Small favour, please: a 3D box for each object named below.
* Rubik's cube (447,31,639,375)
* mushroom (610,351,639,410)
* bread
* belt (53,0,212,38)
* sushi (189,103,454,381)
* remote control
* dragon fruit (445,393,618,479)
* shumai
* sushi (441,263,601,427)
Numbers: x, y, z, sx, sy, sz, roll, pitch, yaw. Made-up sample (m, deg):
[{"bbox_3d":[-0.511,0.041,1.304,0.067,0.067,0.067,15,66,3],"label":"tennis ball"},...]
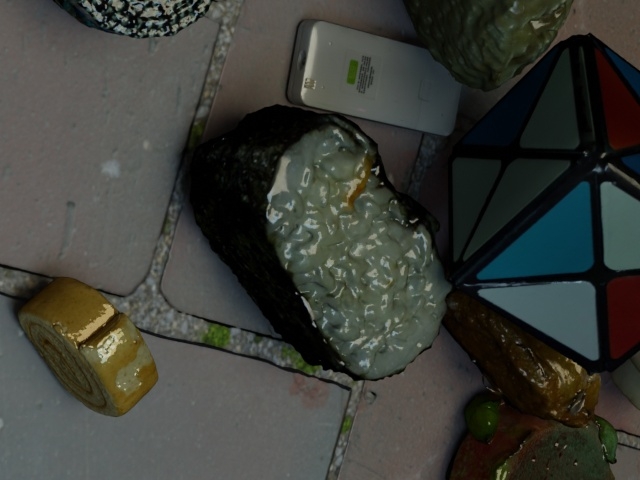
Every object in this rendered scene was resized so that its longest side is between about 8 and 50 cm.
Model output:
[{"bbox_3d":[0.307,-0.042,1.655,0.248,0.250,0.246,30,38,-20],"label":"Rubik's cube"},{"bbox_3d":[0.503,0.082,1.941,0.325,0.353,0.353,8,93,-68],"label":"mushroom"},{"bbox_3d":[-0.229,0.106,1.465,0.073,0.122,0.149,-45,124,-28],"label":"bread"},{"bbox_3d":[-0.185,-0.328,1.403,0.207,0.150,0.257,0,102,-27],"label":"belt"},{"bbox_3d":[0.000,0.000,1.605,0.211,0.171,0.350,-51,125,-19],"label":"sushi"},{"bbox_3d":[0.070,-0.190,1.715,0.250,0.034,0.103,7,93,-40],"label":"remote control"},{"bbox_3d":[0.276,0.330,1.913,0.295,0.130,0.268,-23,111,-35],"label":"dragon fruit"},{"bbox_3d":[0.248,-0.364,1.647,0.288,0.330,0.292,-19,67,-22],"label":"shumai"},{"bbox_3d":[0.257,0.106,1.828,0.179,0.167,0.296,-37,80,-30],"label":"sushi"}]
